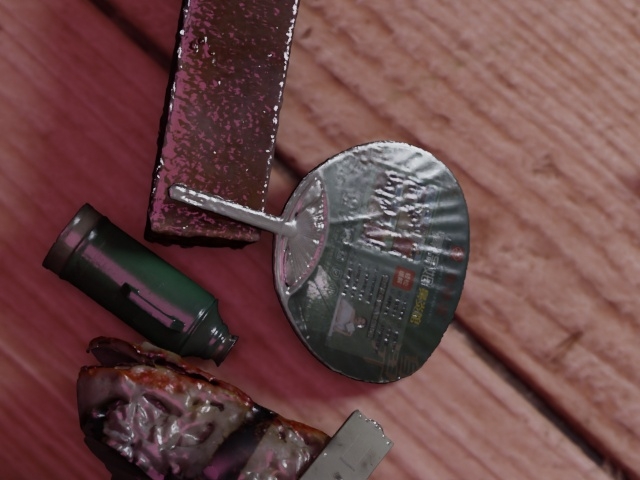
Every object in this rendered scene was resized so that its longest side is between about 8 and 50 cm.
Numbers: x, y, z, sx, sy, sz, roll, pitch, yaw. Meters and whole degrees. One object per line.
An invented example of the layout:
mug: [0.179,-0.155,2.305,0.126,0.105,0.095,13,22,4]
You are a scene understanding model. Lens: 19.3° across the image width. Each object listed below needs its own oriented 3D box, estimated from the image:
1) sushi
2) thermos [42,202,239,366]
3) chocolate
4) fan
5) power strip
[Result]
sushi: [-0.083,0.209,1.695,0.332,0.124,0.130,28,68,3]
thermos: [-0.158,0.046,1.731,0.187,0.083,0.073,35,61,0]
chocolate: [-0.087,-0.152,1.746,0.111,0.112,0.321,9,83,-9]
fan: [0.027,-0.016,1.734,0.223,0.012,0.294,-47,108,-17]
power strip: [0.015,0.203,1.641,0.051,0.019,0.136,44,46,-2]
